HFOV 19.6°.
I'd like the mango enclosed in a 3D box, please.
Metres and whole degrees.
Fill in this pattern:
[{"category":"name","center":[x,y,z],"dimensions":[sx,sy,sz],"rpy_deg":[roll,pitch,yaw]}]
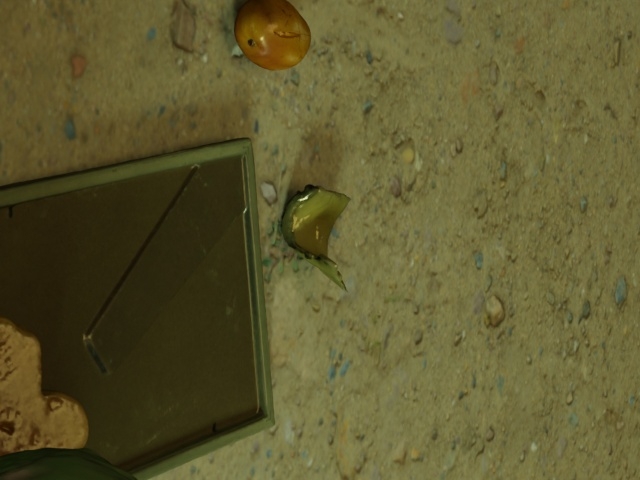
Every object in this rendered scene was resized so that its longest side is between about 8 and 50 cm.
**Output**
[{"category":"mango","center":[-0.034,-0.163,1.456],"dimensions":[0.089,0.046,0.060],"rpy_deg":[-3,93,-59]}]

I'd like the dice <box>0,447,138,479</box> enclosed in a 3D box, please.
[{"category":"dice","center":[-0.220,0.301,0.914],"dimensions":[0.330,0.318,0.322],"rpy_deg":[-19,92,-52]}]

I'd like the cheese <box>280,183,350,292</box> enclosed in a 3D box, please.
[{"category":"cheese","center":[-0.001,0.001,1.515],"dimensions":[0.060,0.041,0.084],"rpy_deg":[18,61,-61]}]

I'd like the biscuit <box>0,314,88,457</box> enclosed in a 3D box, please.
[{"category":"biscuit","center":[-0.217,0.164,1.194],"dimensions":[0.166,0.036,0.225],"rpy_deg":[-27,110,-34]}]

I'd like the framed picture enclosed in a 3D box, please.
[{"category":"framed picture","center":[-0.141,0.061,1.336],"dimensions":[0.324,0.020,0.240],"rpy_deg":[-19,107,-54]}]
